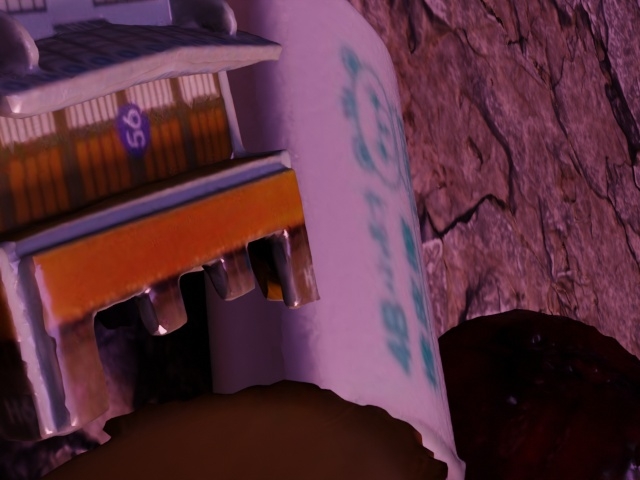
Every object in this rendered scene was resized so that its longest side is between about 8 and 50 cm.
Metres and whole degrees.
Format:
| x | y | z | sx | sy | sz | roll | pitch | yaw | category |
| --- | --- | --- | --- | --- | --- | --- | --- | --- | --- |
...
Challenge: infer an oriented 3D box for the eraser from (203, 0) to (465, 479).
| x | y | z | sx | sy | sz | roll | pitch | yaw | category |
| --- | --- | --- | --- | --- | --- | --- | --- | --- | --- |
| 0.000 | 0.000 | 0.778 | 0.189 | 0.104 | 0.290 | 32 | 44 | -51 | eraser |

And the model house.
| x | y | z | sx | sy | sz | roll | pitch | yaw | category |
| --- | --- | --- | --- | --- | --- | --- | --- | --- | --- |
| -0.137 | -0.049 | 0.502 | 0.224 | 0.198 | 0.215 | -24 | 103 | -58 | model house |

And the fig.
| x | y | z | sx | sy | sz | roll | pitch | yaw | category |
| --- | --- | --- | --- | --- | --- | --- | --- | --- | --- |
| 0.142 | 0.178 | 0.869 | 0.224 | 0.224 | 0.263 | 24 | 74 | -54 | fig |

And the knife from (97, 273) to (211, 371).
| x | y | z | sx | sy | sz | roll | pitch | yaw | category |
| --- | --- | --- | --- | --- | --- | --- | --- | --- | --- |
| -0.055 | 0.047 | 0.781 | 0.230 | 0.028 | 0.060 | 3 | 78 | -64 | knife |

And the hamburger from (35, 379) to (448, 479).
| x | y | z | sx | sy | sz | roll | pitch | yaw | category |
| --- | --- | --- | --- | --- | --- | --- | --- | --- | --- |
| -0.052 | 0.198 | 0.527 | 0.186 | 0.261 | 0.303 | 69 | -11 | -25 | hamburger |
